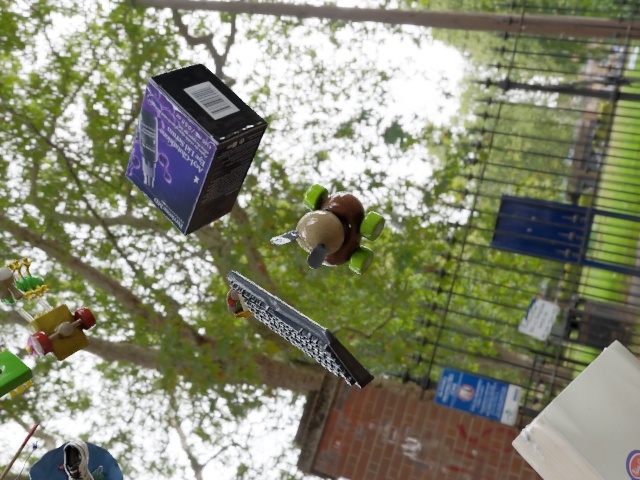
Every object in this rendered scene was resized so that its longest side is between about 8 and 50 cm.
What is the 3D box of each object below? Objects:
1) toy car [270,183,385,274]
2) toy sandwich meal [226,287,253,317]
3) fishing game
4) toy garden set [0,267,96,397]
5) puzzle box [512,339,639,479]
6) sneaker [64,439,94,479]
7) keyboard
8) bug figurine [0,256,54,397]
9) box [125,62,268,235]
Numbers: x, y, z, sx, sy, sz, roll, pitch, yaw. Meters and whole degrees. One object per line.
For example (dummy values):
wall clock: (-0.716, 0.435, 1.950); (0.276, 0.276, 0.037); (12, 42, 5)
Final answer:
toy car: (0.000, 0.000, 1.180); (0.188, 0.155, 0.149); (-33, -35, -53)
toy sandwich meal: (-0.160, 0.130, 1.377); (0.029, 0.085, 0.086); (-64, -18, -75)
fishing game: (-0.433, 0.450, 1.147); (0.264, 0.041, 0.189); (42, -127, -22)
toy garden set: (-0.401, 0.105, 0.739); (0.203, 0.244, 0.049); (-35, -38, -42)
puzzle box: (0.402, 0.268, 0.773); (0.408, 0.272, 0.052); (-5, -42, -55)
sneaker: (-0.303, 0.291, 0.807); (0.037, 0.031, 0.083); (88, 163, -73)
keyboard: (-0.021, 0.091, 0.637); (0.023, 0.180, 0.108); (-49, -51, -12)
bug figurine: (-0.596, 0.162, 1.228); (0.216, 0.279, 0.072); (-26, -15, -39)
box: (-0.194, -0.136, 0.993); (0.108, 0.153, 0.207); (-34, -19, -44)
